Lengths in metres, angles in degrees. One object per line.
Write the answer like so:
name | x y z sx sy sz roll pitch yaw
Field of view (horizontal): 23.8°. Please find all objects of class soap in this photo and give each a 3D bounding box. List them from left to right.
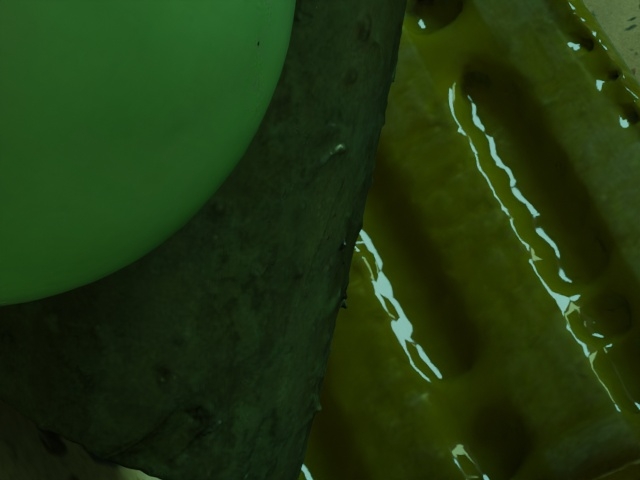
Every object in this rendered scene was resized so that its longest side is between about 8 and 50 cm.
soap | 0.055 0.020 0.803 0.335 0.293 0.156 62 6 30

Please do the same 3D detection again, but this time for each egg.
egg | -0.128 -0.104 0.406 0.269 0.220 0.220 46 11 -14

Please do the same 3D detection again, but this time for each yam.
yam | -0.051 -0.047 0.588 0.161 0.268 0.161 13 13 -3
